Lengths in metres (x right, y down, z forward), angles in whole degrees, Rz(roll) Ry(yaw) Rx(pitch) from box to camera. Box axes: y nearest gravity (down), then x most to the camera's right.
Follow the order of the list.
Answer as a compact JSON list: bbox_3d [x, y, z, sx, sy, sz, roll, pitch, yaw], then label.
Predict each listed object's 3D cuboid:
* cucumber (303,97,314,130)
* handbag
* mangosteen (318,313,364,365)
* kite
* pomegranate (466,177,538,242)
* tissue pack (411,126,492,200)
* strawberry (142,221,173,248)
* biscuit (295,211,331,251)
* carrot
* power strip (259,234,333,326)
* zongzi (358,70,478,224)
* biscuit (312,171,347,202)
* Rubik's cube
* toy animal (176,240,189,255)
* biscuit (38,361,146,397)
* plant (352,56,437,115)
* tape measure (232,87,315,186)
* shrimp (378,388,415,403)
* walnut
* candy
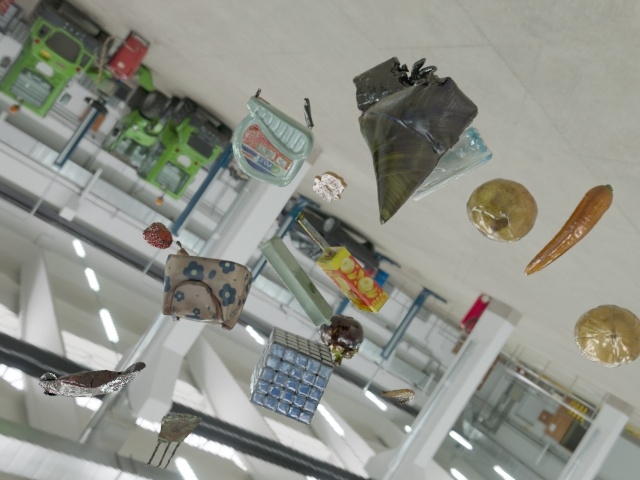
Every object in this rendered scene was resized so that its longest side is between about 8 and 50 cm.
[{"bbox_3d":[-0.052,-0.521,2.320,0.034,0.135,0.033,-6,-165,28],"label":"cucumber"},{"bbox_3d":[-0.347,0.156,1.689,0.251,0.193,0.190,8,165,5],"label":"handbag"},{"bbox_3d":[0.085,0.420,2.362,0.192,0.217,0.192,11,170,2],"label":"mangosteen"},{"bbox_3d":[-0.440,0.581,1.630,0.127,0.016,0.229,-2,-159,13],"label":"kite"},{"bbox_3d":[0.748,-0.125,2.321,0.281,0.281,0.281,33,177,2],"label":"pomegranate"},{"bbox_3d":[0.379,-0.231,1.737,0.124,0.271,0.201,60,-170,5],"label":"tissue pack"},{"bbox_3d":[-0.514,-0.014,1.785,0.096,0.083,0.083,47,179,8],"label":"strawberry"},{"bbox_3d":[0.000,0.000,2.271,0.026,0.048,0.292,-8,130,51],"label":"biscuit"},{"bbox_3d":[0.565,-0.016,1.272,0.062,0.271,0.066,18,-158,-51],"label":"carrot"},{"bbox_3d":[-0.079,0.156,2.030,0.385,0.062,0.091,55,-155,-7],"label":"power strip"},{"bbox_3d":[0.180,-0.232,1.574,0.208,0.432,0.403,36,168,-24],"label":"zongzi"},{"bbox_3d":[0.034,-0.218,2.233,0.133,0.027,0.184,37,150,6],"label":"biscuit"},{"bbox_3d":[-0.106,0.472,1.999,0.237,0.237,0.238,24,-176,-7],"label":"Rubik's cube"},{"bbox_3d":[-0.420,0.162,1.920,0.157,0.097,0.312,14,133,39],"label":"toy animal"},{"bbox_3d":[-0.560,0.342,1.365,0.235,0.063,0.151,5,149,-32],"label":"biscuit"},{"bbox_3d":[0.251,-0.489,1.833,0.276,0.188,0.199,-9,155,16],"label":"plant"},{"bbox_3d":[-0.154,-0.308,1.764,0.243,0.246,0.125,33,-162,-5],"label":"tape measure"},{"bbox_3d":[0.259,0.532,1.915,0.127,0.025,0.091,3,137,-4],"label":"shrimp"},{"bbox_3d":[0.731,0.240,1.420,0.165,0.165,0.197,33,-173,16],"label":"walnut"},{"bbox_3d":[0.120,0.148,2.122,0.276,0.088,0.146,47,163,-14],"label":"candy"}]
